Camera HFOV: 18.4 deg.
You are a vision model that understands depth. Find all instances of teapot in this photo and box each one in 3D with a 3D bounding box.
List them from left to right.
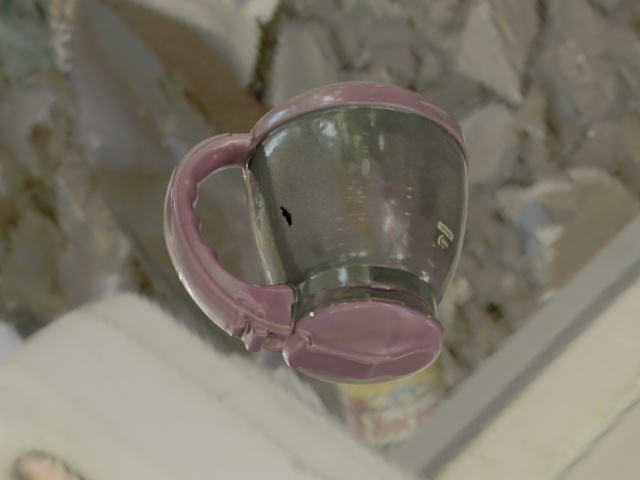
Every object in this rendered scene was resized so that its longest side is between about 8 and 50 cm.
[{"bbox_3d":[0.008,-0.004,0.978,0.116,0.148,0.146,-33,46,38],"label":"teapot"}]
